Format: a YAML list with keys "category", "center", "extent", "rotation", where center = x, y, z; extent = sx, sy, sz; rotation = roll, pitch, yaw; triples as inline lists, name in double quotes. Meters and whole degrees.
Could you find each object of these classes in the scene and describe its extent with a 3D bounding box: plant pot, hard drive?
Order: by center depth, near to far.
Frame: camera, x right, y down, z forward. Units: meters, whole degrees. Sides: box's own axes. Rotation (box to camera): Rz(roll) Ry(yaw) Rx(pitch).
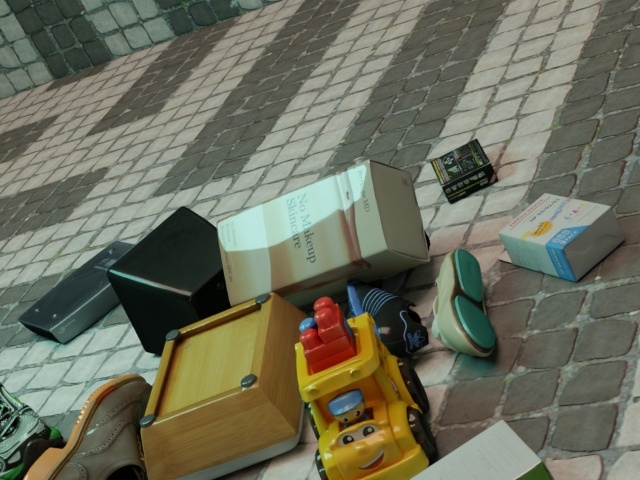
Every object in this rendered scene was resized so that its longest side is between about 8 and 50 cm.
- category: "plant pot"
  center: [-0.203, 0.085, 2.157]
  extent: [0.167, 0.188, 0.187]
  rotation: [18, 50, 42]
- category: "hard drive"
  center: [-0.441, 0.098, 2.516]
  extent: [0.254, 0.054, 0.172]
  rotation: [-41, 27, -26]

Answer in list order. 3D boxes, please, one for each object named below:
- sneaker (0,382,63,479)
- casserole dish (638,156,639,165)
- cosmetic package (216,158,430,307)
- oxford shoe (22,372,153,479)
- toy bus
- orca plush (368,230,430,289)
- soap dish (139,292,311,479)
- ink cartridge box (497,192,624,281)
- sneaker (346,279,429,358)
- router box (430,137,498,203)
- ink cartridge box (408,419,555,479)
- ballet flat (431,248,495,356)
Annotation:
- category: "sneaker"
  center: [-0.536, 0.296, 2.123]
  extent: [0.134, 0.146, 0.343]
  rotation: [-41, 28, -25]
- category: "casserole dish"
  center: [0.560, -0.134, 1.914]
  extent: [0.188, 0.037, 0.114]
  rotation: [-21, 25, 18]
- category: "cosmetic package"
  center: [0.000, 0.000, 2.014]
  extent: [0.296, 0.153, 0.129]
  rotation: [-22, -20, 29]
- category: "oxford shoe"
  center: [-0.305, 0.320, 1.907]
  extent: [0.132, 0.130, 0.364]
  rotation: [15, 31, 11]
- category: "toy bus"
  center: [0.037, 0.185, 1.645]
  extent: [0.149, 0.211, 0.220]
  rotation: [-23, 26, 9]
- category: "orca plush"
  center: [0.062, 0.033, 2.109]
  extent: [0.287, 0.102, 0.151]
  rotation: [-27, 67, 28]
- category: "soap dish"
  center: [-0.135, 0.209, 1.895]
  extent: [0.229, 0.118, 0.291]
  rotation: [-22, 26, 15]
- category: "ink cartridge box"
  center: [0.332, -0.009, 1.885]
  extent: [0.104, 0.061, 0.181]
  rotation: [-38, 25, -20]
- category: "sneaker"
  center: [0.094, 0.113, 1.899]
  extent: [0.090, 0.081, 0.232]
  rotation: [-10, 20, -5]
- category: "router box"
  center: [0.242, -0.118, 2.222]
  extent: [0.092, 0.038, 0.122]
  rotation: [-25, 24, 7]
- category: "ink cartridge box"
  center: [0.152, 0.299, 1.476]
  extent: [0.209, 0.062, 0.109]
  rotation: [-31, 24, -5]
- category: "ballet flat"
  center: [0.190, 0.103, 1.819]
  extent: [0.086, 0.086, 0.248]
  rotation: [-22, 24, 15]
